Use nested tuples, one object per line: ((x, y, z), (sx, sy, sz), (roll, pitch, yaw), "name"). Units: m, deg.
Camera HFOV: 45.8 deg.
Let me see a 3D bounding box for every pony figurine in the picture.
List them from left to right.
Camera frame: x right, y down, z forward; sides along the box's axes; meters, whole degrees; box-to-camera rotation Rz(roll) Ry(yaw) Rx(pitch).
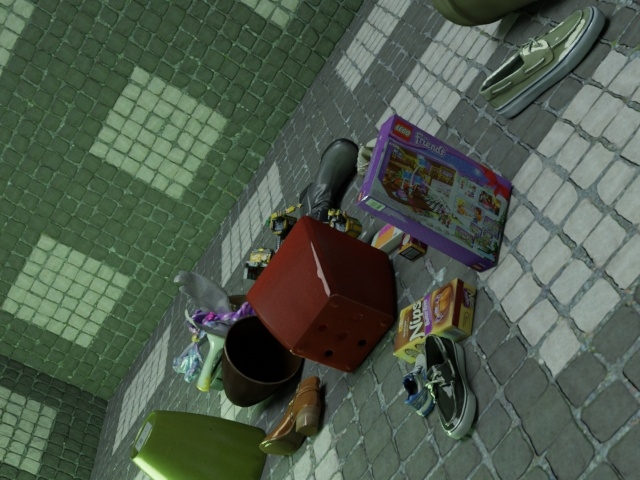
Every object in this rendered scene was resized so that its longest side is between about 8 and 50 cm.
((-0.294, 0.277, 2.277), (0.363, 0.351, 0.302), (-58, 29, 22), "pony figurine")

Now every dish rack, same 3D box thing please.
((-0.329, 0.385, 2.610), (0.208, 0.074, 0.271), (-58, 18, 5), "dish rack")

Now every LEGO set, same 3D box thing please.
((-0.063, 0.021, 2.026), (0.331, 0.192, 0.254), (12, 87, 39), "LEGO set")

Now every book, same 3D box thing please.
((0.181, -0.017, 1.915), (0.144, 0.035, 0.096), (-43, 22, 42), "book")

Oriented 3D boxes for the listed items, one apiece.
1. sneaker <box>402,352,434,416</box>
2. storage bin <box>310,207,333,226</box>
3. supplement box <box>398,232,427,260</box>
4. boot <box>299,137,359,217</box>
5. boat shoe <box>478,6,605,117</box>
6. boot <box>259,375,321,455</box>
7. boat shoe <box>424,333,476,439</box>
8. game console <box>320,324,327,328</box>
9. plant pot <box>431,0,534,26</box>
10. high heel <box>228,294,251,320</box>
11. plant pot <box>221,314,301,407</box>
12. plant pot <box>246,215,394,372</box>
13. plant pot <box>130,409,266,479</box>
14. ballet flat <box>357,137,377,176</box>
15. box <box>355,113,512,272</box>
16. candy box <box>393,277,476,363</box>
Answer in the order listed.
((0.186, 0.262, 1.434), (0.052, 0.058, 0.135), (-46, 22, 38), "sneaker")
((0.000, 0.000, 2.226), (0.180, 0.122, 0.084), (-41, 27, 46), "storage bin")
((0.219, -0.002, 1.766), (0.055, 0.043, 0.083), (-39, 27, 51), "supplement box")
((0.027, -0.144, 2.428), (0.222, 0.118, 0.338), (-87, 21, -49), "boot")
((0.461, -0.380, 1.603), (0.302, 0.094, 0.109), (-47, 23, 37), "boat shoe")
((-0.066, 0.428, 1.847), (0.197, 0.073, 0.152), (-35, 30, 30), "boot")
((0.217, 0.254, 1.341), (0.077, 0.070, 0.219), (-51, 20, 28), "boat shoe")
((-0.032, 0.176, 2.012), (0.085, 0.144, 0.124), (-51, 20, 25), "game console")
((0.454, -0.688, 1.824), (0.280, 0.323, 0.323), (19, 80, 55), "plant pot")
((-0.187, 0.173, 2.360), (0.261, 0.186, 0.093), (-50, 16, 31), "high heel")
((-0.189, 0.360, 2.105), (0.230, 0.215, 0.215), (118, 168, -45), "plant pot")
((0.022, 0.148, 1.767), (0.267, 0.267, 0.235), (-55, 31, 19), "plant pot")
((-0.336, 0.568, 1.994), (0.274, 0.294, 0.274), (-51, 21, 28), "plant pot")
((0.161, -0.263, 2.266), (0.241, 0.077, 0.091), (-33, 34, 57), "ballet flat")
((0.227, -0.090, 1.473), (0.057, 0.293, 0.200), (-37, 29, 57), "box")
((0.223, 0.161, 1.497), (0.187, 0.053, 0.109), (-41, 27, 49), "candy box")
